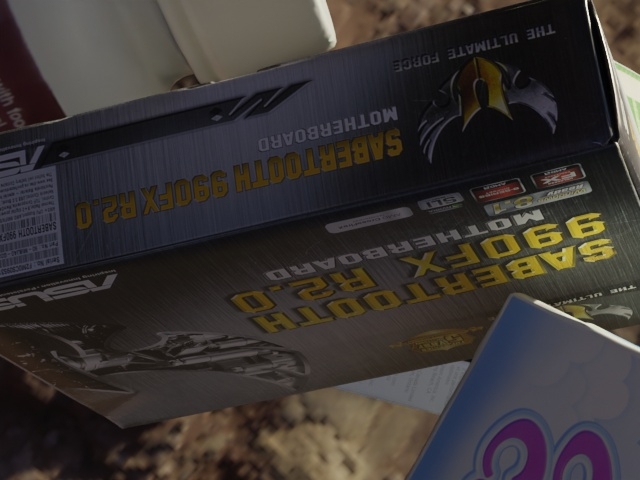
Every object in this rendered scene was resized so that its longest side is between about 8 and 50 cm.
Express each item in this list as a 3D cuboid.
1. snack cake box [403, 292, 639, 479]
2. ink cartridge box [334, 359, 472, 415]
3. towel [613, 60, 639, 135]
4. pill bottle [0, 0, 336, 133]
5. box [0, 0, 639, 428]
[{"bbox_3d":[0.067,0.168,0.649,0.152,0.089,0.264,31,87,-46],"label":"snack cake box"},{"bbox_3d":[0.085,0.059,1.256,0.208,0.045,0.206,18,17,-16],"label":"ink cartridge box"},{"bbox_3d":[0.255,0.032,1.171,0.248,0.038,0.325,25,36,-34],"label":"towel"},{"bbox_3d":[-0.206,-0.113,0.914,0.392,0.224,0.224,-19,67,4],"label":"pill bottle"},{"bbox_3d":[0.000,0.000,0.683,0.231,0.183,0.056,-12,68,12],"label":"box"}]
